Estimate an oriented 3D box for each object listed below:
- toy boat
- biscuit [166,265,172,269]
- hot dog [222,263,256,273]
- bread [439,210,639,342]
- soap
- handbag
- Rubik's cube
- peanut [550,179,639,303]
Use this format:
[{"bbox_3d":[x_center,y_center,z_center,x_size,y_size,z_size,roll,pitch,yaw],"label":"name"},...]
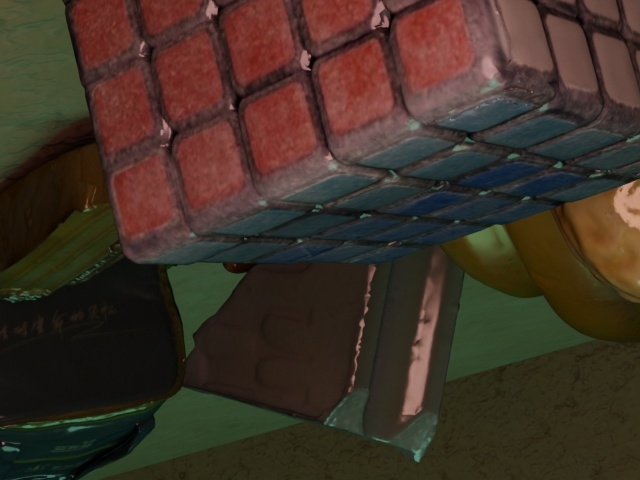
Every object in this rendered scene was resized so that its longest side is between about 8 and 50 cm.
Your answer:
[{"bbox_3d":[-0.209,-0.015,1.452,0.115,0.089,0.310,6,160,-32],"label":"toy boat"},{"bbox_3d":[-0.191,0.034,1.866,0.046,0.016,0.089,-5,165,-27],"label":"biscuit"},{"bbox_3d":[0.000,0.000,1.790,0.249,0.068,0.100,-5,164,-36],"label":"hot dog"},{"bbox_3d":[0.215,-0.103,1.292,0.245,0.329,0.424,27,-172,28],"label":"bread"},{"bbox_3d":[0.006,0.042,1.686,0.159,0.302,0.257,17,175,-42],"label":"soap"},{"bbox_3d":[-0.277,0.126,1.718,0.263,0.222,0.241,-6,161,-20],"label":"handbag"},{"bbox_3d":[0.031,-0.128,0.860,0.237,0.238,0.237,-21,166,35],"label":"Rubik's cube"},{"bbox_3d":[0.146,-0.092,1.014,0.147,0.305,0.147,-40,164,-14],"label":"peanut"}]
